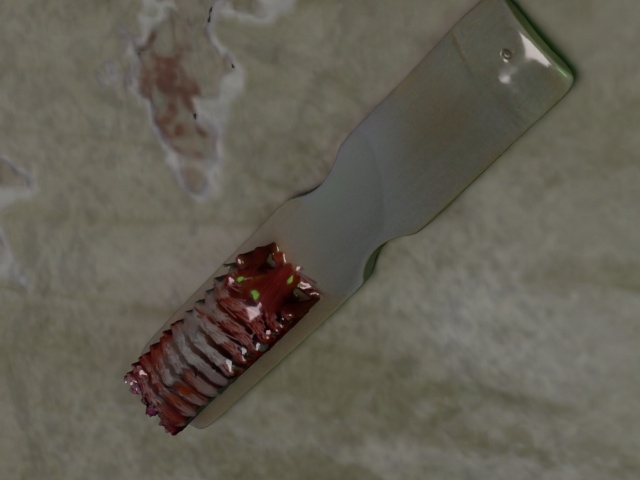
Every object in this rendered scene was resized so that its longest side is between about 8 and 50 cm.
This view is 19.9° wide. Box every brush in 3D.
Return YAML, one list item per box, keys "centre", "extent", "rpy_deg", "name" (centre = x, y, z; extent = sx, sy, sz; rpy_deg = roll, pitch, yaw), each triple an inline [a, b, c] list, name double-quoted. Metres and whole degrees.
- centre: [0.000, 0.000, 0.917]
  extent: [0.060, 0.050, 0.321]
  rpy_deg: [50, 126, 7]
  name: "brush"
